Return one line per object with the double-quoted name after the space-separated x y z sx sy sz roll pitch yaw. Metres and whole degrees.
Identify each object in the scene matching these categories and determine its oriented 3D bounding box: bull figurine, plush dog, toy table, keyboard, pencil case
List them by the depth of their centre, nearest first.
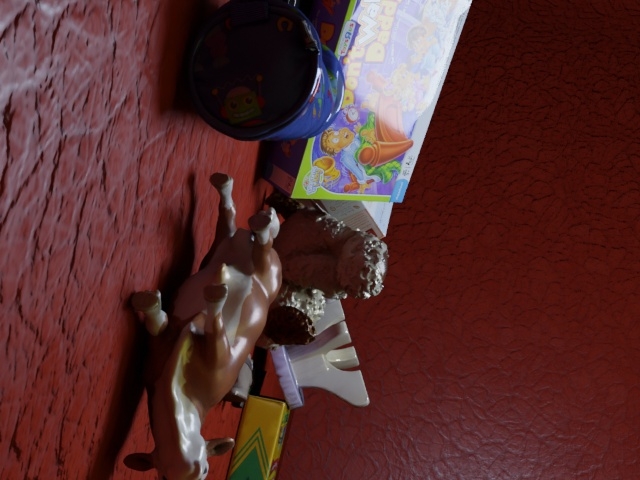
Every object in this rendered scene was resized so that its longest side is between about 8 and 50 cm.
-0.109 0.084 0.848 0.310 0.101 0.188 -72 172 -47 "bull figurine"
-0.045 -0.165 0.871 0.306 0.119 0.133 -46 138 -82 "pencil case"
-0.038 -0.296 1.210 0.180 0.023 0.108 -56 160 -76 "keyboard"
-0.043 0.067 1.362 0.225 0.210 0.262 -59 -171 -11 "plush dog"
-0.010 0.233 1.776 0.274 0.160 0.252 72 2 -79 "toy table"

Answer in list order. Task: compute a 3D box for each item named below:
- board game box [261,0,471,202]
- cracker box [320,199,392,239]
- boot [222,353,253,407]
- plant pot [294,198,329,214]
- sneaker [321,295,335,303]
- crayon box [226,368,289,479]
0.070 -0.231 1.286 0.233 0.078 0.347 -1 116 -41 "board game box"
0.034 -0.118 1.489 0.232 0.067 0.156 55 24 -18 "cracker box"
-0.131 0.218 1.402 0.118 0.042 0.087 94 3 -69 "boot"
-0.011 -0.103 1.644 0.096 0.109 0.109 116 -7 -47 "plant pot"
0.000 0.000 1.781 0.292 0.110 0.118 -101 -155 -44 "sneaker"
-0.125 0.423 1.756 0.202 0.081 0.319 72 30 -81 "crayon box"
